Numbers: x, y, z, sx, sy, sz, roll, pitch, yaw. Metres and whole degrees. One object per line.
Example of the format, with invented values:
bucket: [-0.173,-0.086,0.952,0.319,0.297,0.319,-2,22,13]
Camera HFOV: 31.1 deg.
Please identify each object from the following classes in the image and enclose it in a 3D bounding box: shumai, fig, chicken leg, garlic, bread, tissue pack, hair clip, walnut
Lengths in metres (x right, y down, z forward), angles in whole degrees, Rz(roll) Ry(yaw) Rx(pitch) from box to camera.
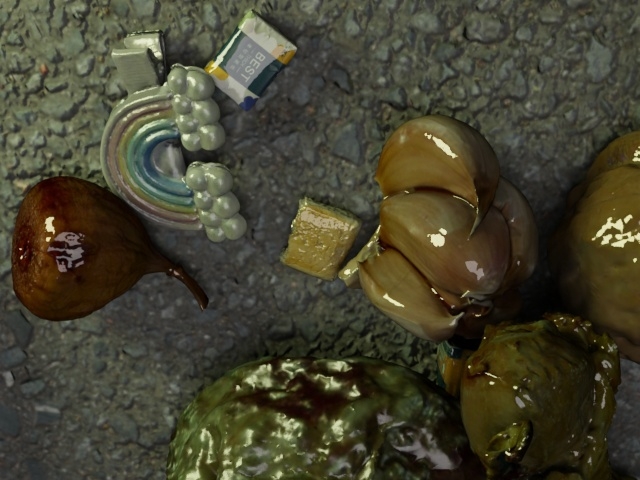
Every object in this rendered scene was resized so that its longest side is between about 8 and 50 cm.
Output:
shumai: [-0.013,0.324,1.108,0.395,0.348,0.395,9,119,16]
fig: [-0.207,0.011,1.167,0.201,0.133,0.146,5,137,-21]
chicken leg: [0.236,0.192,1.095,0.140,0.211,0.361,-3,144,35]
garlic: [0.137,-0.008,1.132,0.160,0.191,0.214,6,105,-44]
bread: [0.000,0.000,1.195,0.070,0.035,0.083,17,113,-5]
tissue pack: [-0.070,-0.178,1.136,0.062,0.042,0.083,39,103,-8]
hair clip: [-0.158,-0.099,1.158,0.140,0.054,0.220,-4,112,14]
walnut: [0.305,0.019,1.104,0.141,0.204,0.238,-13,107,-20]

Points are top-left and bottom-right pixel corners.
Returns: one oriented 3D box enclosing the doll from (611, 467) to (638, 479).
doll: [0.241,0.266,1.260,0.209,0.097,0.137,32,73,7]

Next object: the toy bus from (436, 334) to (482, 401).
toy bus: [0.209,0.147,1.210,0.182,0.091,0.103,8,105,-3]
